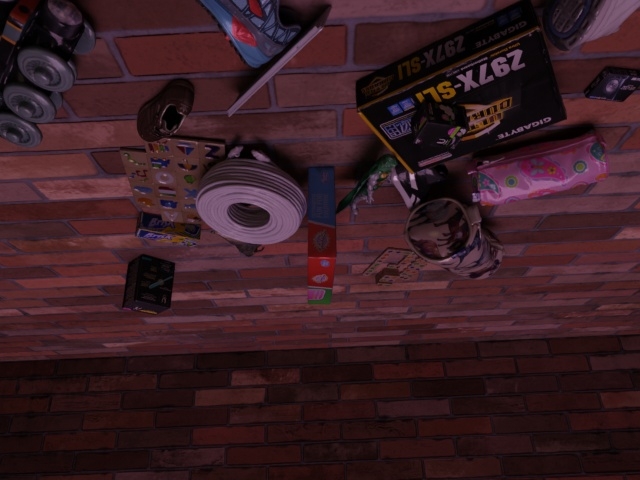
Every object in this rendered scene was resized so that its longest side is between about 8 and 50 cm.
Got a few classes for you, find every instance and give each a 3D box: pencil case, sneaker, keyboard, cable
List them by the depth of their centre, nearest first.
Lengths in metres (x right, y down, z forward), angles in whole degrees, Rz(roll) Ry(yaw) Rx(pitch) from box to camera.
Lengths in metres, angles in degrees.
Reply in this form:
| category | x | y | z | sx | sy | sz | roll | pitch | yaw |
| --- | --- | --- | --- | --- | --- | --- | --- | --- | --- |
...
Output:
| category | x | y | z | sx | sy | sz | roll | pitch | yaw |
| --- | --- | --- | --- | --- | --- | --- | --- | --- | --- |
| sneaker | 0.430 | -0.396 | 0.644 | 0.129 | 0.111 | 0.297 | -16 | 159 | -21 |
| sneaker | -0.110 | -0.366 | 0.667 | 0.125 | 0.104 | 0.262 | -25 | 155 | 12 |
| keyboard | -0.076 | -0.296 | 0.813 | 0.014 | 0.072 | 0.256 | 43 | 135 | -22 |
| sneaker | -0.306 | -0.230 | 0.925 | 0.066 | 0.071 | 0.188 | 18 | 147 | -35 |
| pencil case | 0.480 | -0.160 | 1.081 | 0.284 | 0.124 | 0.124 | -11 | 153 | 19 |
| cable | -0.159 | -0.084 | 1.124 | 0.257 | 0.089 | 0.257 | 31 | 141 | -32 |
| sneaker | 0.256 | -0.133 | 1.160 | 0.121 | 0.079 | 0.217 | -14 | 151 | 24 |
| pencil case | 0.379 | 0.007 | 1.291 | 0.184 | 0.159 | 0.410 | -8 | 166 | 29 |

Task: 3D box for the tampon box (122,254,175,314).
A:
| category | x | y | z | sx | sy | sz | roll | pitch | yaw |
| --- | --- | --- | --- | --- | --- | --- | --- | --- | --- |
| tampon box | -0.561 | 0.147 | 1.575 | 0.101 | 0.160 | 0.120 | -25 | 145 | 38 |

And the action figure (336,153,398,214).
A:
| category | x | y | z | sx | sy | sz | roll | pitch | yaw |
| --- | --- | --- | --- | --- | --- | --- | --- | --- | --- |
| action figure | 0.118 | -0.131 | 1.080 | 0.063 | 0.137 | 0.232 | 44 | 158 | 3 |

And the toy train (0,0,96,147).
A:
| category | x | y | z | sx | sy | sz | roll | pitch | yaw |
| --- | --- | --- | --- | --- | --- | --- | --- | --- | --- |
| toy train | -0.494 | -0.278 | 0.754 | 0.190 | 0.142 | 0.334 | 29 | 141 | -31 |

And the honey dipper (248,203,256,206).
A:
| category | x | y | z | sx | sy | sz | roll | pitch | yaw |
| --- | --- | --- | --- | --- | --- | --- | --- | --- | --- |
| honey dipper | -0.182 | -0.094 | 1.263 | 0.161 | 0.030 | 0.030 | 2 | 154 | -4 |

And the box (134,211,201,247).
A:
| category | x | y | z | sx | sy | sz | roll | pitch | yaw |
| --- | --- | --- | --- | --- | --- | --- | --- | --- | --- |
| box | -0.425 | -0.028 | 1.348 | 0.169 | 0.054 | 0.059 | 11 | 151 | -27 |

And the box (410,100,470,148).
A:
| category | x | y | z | sx | sy | sz | roll | pitch | yaw |
| --- | --- | --- | --- | --- | --- | --- | --- | --- | --- |
| box | 0.213 | -0.207 | 0.866 | 0.083 | 0.052 | 0.062 | 6 | 151 | -14 |

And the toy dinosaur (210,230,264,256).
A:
| category | x | y | z | sx | sy | sz | roll | pitch | yaw |
| --- | --- | --- | --- | --- | --- | --- | --- | --- | --- |
| toy dinosaur | -0.201 | -0.005 | 1.377 | 0.118 | 0.064 | 0.268 | -28 | 161 | 6 |

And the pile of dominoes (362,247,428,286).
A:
| category | x | y | z | sx | sy | sz | roll | pitch | yaw |
| --- | --- | --- | --- | --- | --- | --- | --- | --- | --- |
| pile of dominoes | 0.275 | 0.102 | 1.687 | 0.196 | 0.040 | 0.251 | 6 | 153 | -16 |

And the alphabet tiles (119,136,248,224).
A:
| category | x | y | z | sx | sy | sz | roll | pitch | yaw |
| --- | --- | --- | --- | --- | --- | --- | --- | --- | --- |
| alphabet tiles | -0.316 | -0.132 | 1.166 | 0.285 | 0.011 | 0.342 | 5 | 150 | -8 |

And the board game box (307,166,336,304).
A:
| category | x | y | z | sx | sy | sz | roll | pitch | yaw |
| --- | --- | --- | --- | --- | --- | --- | --- | --- | --- |
| board game box | 0.000 | 0.000 | 1.231 | 0.064 | 0.242 | 0.316 | 0 | 153 | -1 |

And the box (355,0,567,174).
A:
| category | x | y | z | sx | sy | sz | roll | pitch | yaw |
| --- | --- | --- | --- | --- | --- | --- | --- | --- | --- |
| box | 0.264 | -0.262 | 0.904 | 0.322 | 0.079 | 0.257 | -17 | 148 | 28 |

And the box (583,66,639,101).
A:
| category | x | y | z | sx | sy | sz | roll | pitch | yaw |
| --- | --- | --- | --- | --- | --- | --- | --- | --- | --- |
| box | 0.562 | -0.297 | 0.919 | 0.083 | 0.018 | 0.067 | 3 | 154 | -10 |
